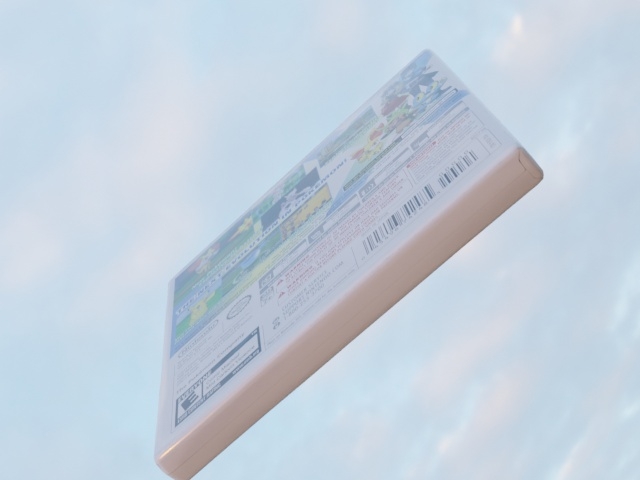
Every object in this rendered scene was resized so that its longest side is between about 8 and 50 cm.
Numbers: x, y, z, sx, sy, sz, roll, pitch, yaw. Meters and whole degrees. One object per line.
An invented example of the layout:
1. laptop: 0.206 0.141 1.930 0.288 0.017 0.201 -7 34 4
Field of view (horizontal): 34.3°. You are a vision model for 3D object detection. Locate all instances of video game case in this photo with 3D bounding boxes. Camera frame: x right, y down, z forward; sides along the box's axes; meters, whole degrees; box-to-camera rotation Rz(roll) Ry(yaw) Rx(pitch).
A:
1. video game case: 0.000 0.000 0.816 0.329 0.300 0.036 -42 -69 11
